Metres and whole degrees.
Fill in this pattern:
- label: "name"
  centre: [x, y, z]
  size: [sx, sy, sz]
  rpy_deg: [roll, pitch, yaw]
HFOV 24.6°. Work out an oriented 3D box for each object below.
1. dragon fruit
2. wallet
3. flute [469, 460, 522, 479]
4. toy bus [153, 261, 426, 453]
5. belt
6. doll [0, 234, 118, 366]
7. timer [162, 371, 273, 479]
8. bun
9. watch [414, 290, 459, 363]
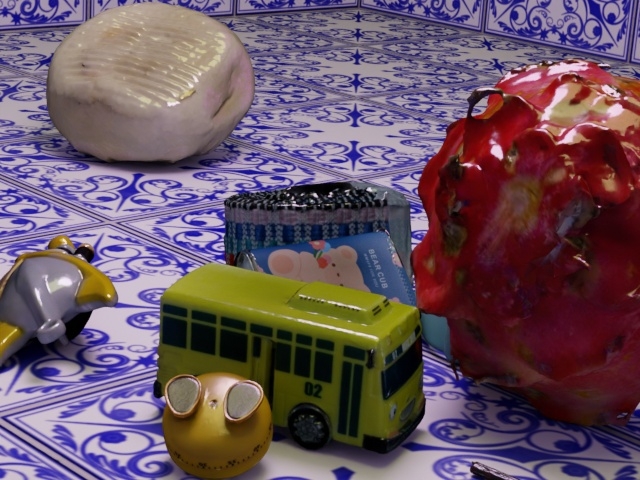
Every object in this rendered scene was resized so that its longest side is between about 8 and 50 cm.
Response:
- label: "dragon fruit"
  centre: [0.252, 0.007, 1.509]
  size: [0.371, 0.386, 0.249]
  rpy_deg: [41, 18, 19]
- label: "wallet"
  centre: [0.008, 0.063, 1.716]
  size: [0.202, 0.059, 0.141]
  rpy_deg: [-9, 65, -32]
- label: "flute"
  centre: [0.247, 0.250, 1.338]
  size: [0.269, 0.014, 0.014]
  rpy_deg: [17, 21, 37]
- label: "toy bus"
  centre: [-0.027, 0.114, 1.489]
  size: [0.262, 0.150, 0.128]
  rpy_deg: [11, 20, 22]
- label: "belt"
  centre: [0.000, 0.000, 1.885]
  size: [0.257, 0.150, 0.207]
  rpy_deg: [-5, 9, -30]
- label: "doll"
  centre: [-0.312, 0.058, 1.704]
  size: [0.145, 0.103, 0.316]
  rpy_deg: [-3, 12, -10]
- label: "timer"
  centre: [-0.096, 0.180, 1.398]
  size: [0.107, 0.109, 0.107]
  rpy_deg: [-2, 46, 3]
- label: "bun"
  centre: [-0.289, -0.249, 2.537]
  size: [0.361, 0.213, 0.361]
  rpy_deg: [-3, 44, 3]
- label: "watch"
  centre: [0.216, 0.093, 1.771]
  size: [0.237, 0.068, 0.195]
  rpy_deg: [-5, 21, -40]
